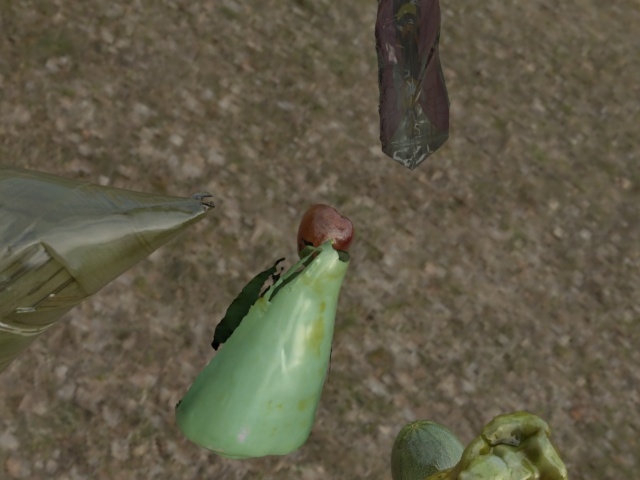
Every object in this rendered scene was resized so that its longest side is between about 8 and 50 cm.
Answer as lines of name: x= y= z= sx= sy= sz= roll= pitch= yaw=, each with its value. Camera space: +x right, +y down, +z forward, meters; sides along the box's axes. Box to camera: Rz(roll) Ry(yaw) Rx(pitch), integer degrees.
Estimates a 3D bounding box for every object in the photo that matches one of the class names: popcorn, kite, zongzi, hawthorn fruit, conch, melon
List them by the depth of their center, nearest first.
kite: x=0.075 y=-0.244 z=1.089 sx=0.022 sy=0.360 sz=0.204 roll=-2 pitch=0 yaw=-15
conch: x=-0.054 y=0.103 z=1.174 sx=0.137 sy=0.251 sz=0.143 roll=18 pitch=5 yaw=14
zongzi: x=-0.388 y=-0.075 z=1.178 sx=0.447 sy=0.418 sz=0.181 roll=52 pitch=15 yaw=-21
hawthorn fruit: x=0.000 y=0.000 z=1.621 sx=0.081 sy=0.093 sz=0.081 roll=36 pitch=-2 yaw=1
popcorn: x=0.265 y=0.438 z=1.649 sx=0.292 sy=0.293 sz=0.334 roll=-42 pitch=99 yaw=-27
melon: x=0.190 y=0.396 z=2.004 sx=0.139 sy=0.139 sz=0.192 roll=-43 pitch=117 yaw=-57
